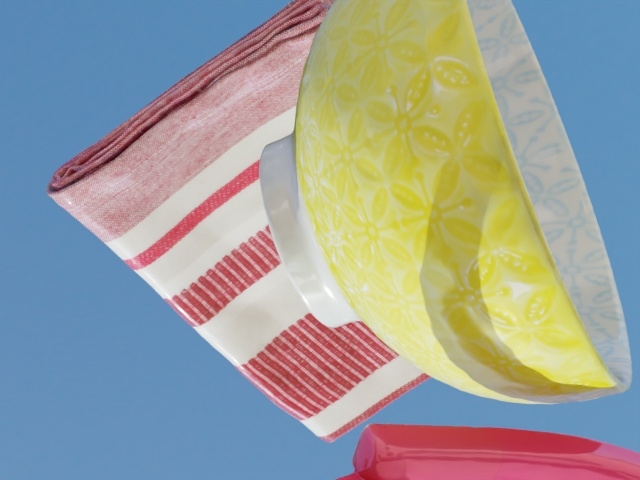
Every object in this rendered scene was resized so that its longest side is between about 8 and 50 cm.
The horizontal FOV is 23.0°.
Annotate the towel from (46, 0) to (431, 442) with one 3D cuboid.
[{"bbox_3d":[0.000,0.000,1.128,0.237,0.037,0.329,-34,-55,14],"label":"towel"}]

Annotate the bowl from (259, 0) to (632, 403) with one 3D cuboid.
[{"bbox_3d":[0.058,-0.028,0.906,0.156,0.289,0.290,-20,-87,16],"label":"bowl"}]

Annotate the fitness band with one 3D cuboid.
[{"bbox_3d":[0.117,0.172,0.765,0.290,0.209,0.054,6,-63,-28],"label":"fitness band"}]
